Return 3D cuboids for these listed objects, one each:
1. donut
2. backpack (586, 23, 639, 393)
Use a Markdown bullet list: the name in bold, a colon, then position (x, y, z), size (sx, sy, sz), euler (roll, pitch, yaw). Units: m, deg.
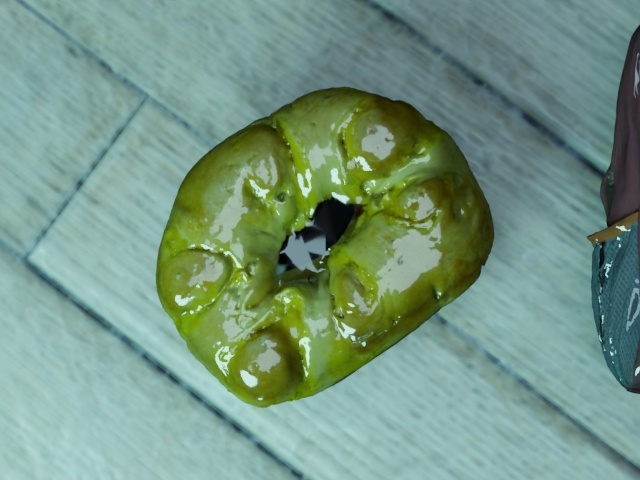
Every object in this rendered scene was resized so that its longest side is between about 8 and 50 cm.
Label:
- **donut**: position (0.000, 0.000, 1.174), size (0.261, 0.128, 0.208), euler (-30, 83, 2)
- **backpack**: position (0.340, -0.046, 1.121), size (0.283, 0.197, 0.317), euler (-4, 81, 5)
